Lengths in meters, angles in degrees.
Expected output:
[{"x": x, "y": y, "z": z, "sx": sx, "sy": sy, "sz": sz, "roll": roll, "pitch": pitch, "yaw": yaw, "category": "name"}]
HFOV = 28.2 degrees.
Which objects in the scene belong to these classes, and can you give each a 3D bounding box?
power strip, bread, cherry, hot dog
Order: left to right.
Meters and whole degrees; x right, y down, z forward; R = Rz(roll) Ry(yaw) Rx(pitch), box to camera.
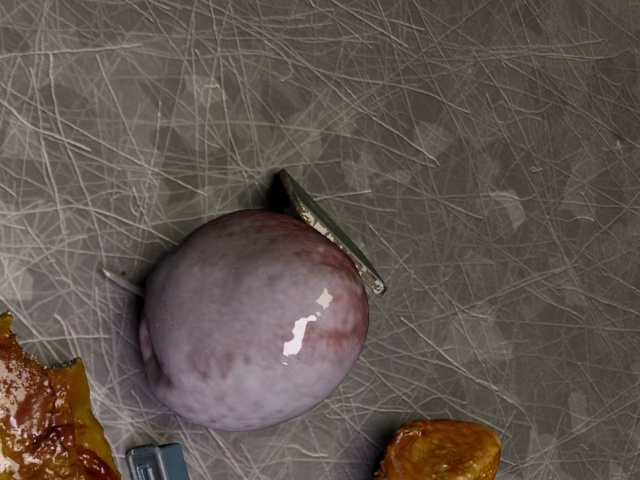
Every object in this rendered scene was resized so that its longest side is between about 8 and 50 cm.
[{"x": -0.360, "y": 0.275, "z": 1.679, "sx": 0.185, "sy": 0.109, "sz": 0.380, "roll": -17, "pitch": 87, "yaw": -36, "category": "bread"}, {"x": -0.096, "y": 0.118, "z": 1.775, "sx": 0.326, "sy": 0.335, "sz": 0.291, "roll": -45, "pitch": 125, "yaw": -8, "category": "cherry"}, {"x": 0.000, "y": 0.000, "z": 1.957, "sx": 0.064, "sy": 0.198, "sz": 0.213, "roll": -43, "pitch": 107, "yaw": 7, "category": "power strip"}, {"x": 0.164, "y": 0.369, "z": 1.978, "sx": 0.256, "sy": 0.153, "sz": 0.150, "roll": -35, "pitch": 139, "yaw": -49, "category": "hot dog"}]

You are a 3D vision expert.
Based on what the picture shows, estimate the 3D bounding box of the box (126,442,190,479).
[{"x": -0.222, "y": 0.330, "z": 1.787, "sx": 0.054, "sy": 0.074, "sz": 0.099, "roll": -14, "pitch": 88, "yaw": -49, "category": "box"}]
